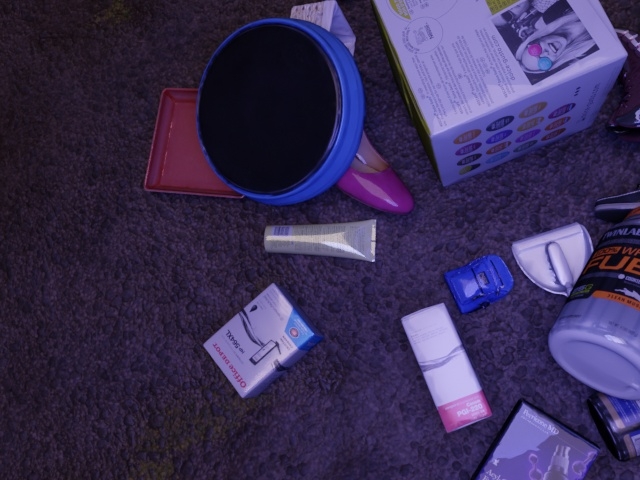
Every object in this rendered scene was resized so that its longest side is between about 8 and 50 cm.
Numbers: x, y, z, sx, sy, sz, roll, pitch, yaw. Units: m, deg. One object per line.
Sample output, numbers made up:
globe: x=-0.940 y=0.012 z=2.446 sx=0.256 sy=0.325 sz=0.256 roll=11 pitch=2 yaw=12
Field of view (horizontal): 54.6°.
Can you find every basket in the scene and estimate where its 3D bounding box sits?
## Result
basket: x=0.002 y=-0.439 z=1.372 sx=0.103 sy=0.167 sz=0.113 roll=6 pitch=80 yaw=20

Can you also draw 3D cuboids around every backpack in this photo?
backpack: x=0.317 y=0.085 z=1.220 sx=0.120 sy=0.101 sz=0.097 roll=-23 pitch=81 yaw=5

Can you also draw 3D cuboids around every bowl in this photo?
bowl: x=-0.097 y=-0.267 z=1.292 sx=0.391 sy=0.077 sz=0.390 roll=2 pitch=95 yaw=28

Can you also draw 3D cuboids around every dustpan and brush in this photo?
dustpan and brush: x=0.474 y=0.076 z=1.200 sx=0.147 sy=0.060 sz=0.211 roll=-19 pitch=75 yaw=10

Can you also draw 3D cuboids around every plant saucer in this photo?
plant saucer: x=-0.269 y=-0.227 z=1.458 sx=0.259 sy=0.048 sz=0.258 roll=5 pitch=79 yaw=15

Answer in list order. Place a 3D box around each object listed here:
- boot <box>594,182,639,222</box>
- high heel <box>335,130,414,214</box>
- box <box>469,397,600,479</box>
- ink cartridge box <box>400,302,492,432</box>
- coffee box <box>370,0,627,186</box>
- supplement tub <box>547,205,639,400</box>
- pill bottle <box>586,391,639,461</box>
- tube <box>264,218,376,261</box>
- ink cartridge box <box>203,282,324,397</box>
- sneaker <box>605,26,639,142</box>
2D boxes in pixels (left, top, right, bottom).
boot: x=0.644 y=-0.131 z=1.194 sx=0.237 sy=0.085 sz=0.178 roll=-6 pitch=71 yaw=17
high heel: x=0.070 y=-0.217 z=1.293 sx=0.377 sy=0.127 sz=0.181 roll=40 pitch=132 yaw=20
box: x=0.382 y=0.416 z=1.130 sx=0.153 sy=0.108 sz=0.207 roll=30 pitch=88 yaw=18
ink cartridge box: x=0.241 y=0.236 z=1.175 sx=0.092 sy=0.158 sz=0.217 roll=-26 pitch=74 yaw=10
coffee box: x=0.313 y=-0.349 z=1.182 sx=0.335 sy=0.337 sz=0.338 roll=-22 pitch=75 yaw=10
supplement tub: x=0.547 y=0.098 z=1.075 sx=0.194 sy=0.193 sz=0.316 roll=30 pitch=64 yaw=18
pill bottle: x=0.601 y=0.295 z=1.092 sx=0.219 sy=0.123 sz=0.122 roll=-24 pitch=74 yaw=8
tube: x=0.000 y=0.000 z=1.343 sx=0.240 sy=0.062 sz=0.070 roll=0 pitch=122 yaw=9
ink cartridge box: x=-0.120 y=0.213 z=1.310 sx=0.203 sy=0.086 sz=0.148 roll=-42 pitch=72 yaw=2
sneaker: x=0.594 y=-0.293 z=1.200 sx=0.162 sy=0.106 sz=0.281 roll=-42 pitch=49 yaw=12
